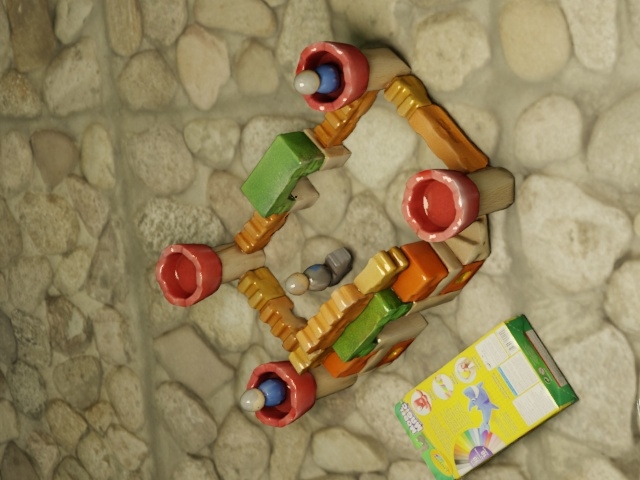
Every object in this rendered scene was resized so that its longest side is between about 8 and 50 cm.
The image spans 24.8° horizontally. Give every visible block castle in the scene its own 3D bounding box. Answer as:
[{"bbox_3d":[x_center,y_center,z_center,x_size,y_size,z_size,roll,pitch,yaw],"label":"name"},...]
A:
[{"bbox_3d":[0.000,0.000,1.834,0.303,0.213,0.453,51,125,18],"label":"block castle"}]

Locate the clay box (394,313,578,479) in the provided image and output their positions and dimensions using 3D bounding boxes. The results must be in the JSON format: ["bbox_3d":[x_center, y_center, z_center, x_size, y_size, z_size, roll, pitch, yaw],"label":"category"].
[{"bbox_3d":[0.200,0.204,1.820,0.222,0.053,0.127,-42,73,38],"label":"clay box"}]

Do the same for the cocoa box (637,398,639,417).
[{"bbox_3d":[0.526,0.231,1.409,0.347,0.231,0.228,-26,57,38],"label":"cocoa box"}]
